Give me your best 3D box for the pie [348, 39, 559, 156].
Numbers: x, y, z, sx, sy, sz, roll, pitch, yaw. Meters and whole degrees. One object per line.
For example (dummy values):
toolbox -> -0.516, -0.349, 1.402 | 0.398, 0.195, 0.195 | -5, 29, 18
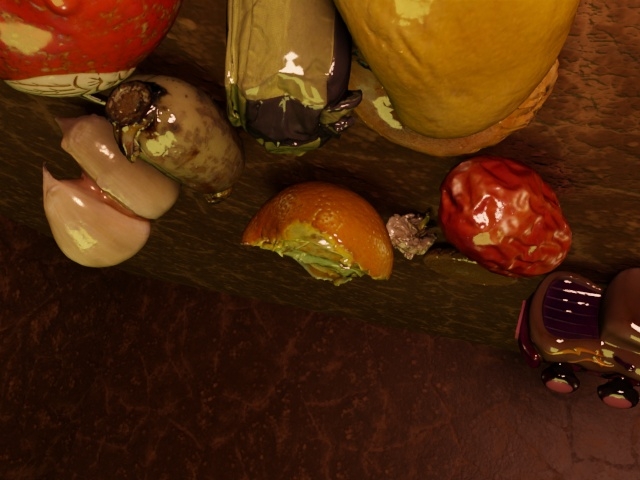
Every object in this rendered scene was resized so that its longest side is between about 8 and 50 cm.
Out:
pie -> 0.134, -0.186, 0.757 | 0.273, 0.069, 0.273 | 13, 156, 6

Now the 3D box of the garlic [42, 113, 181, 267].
garlic -> -0.422, -0.100, 1.314 | 0.286, 0.249, 0.313 | -29, 167, -5

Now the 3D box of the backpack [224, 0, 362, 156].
backpack -> -0.027, -0.191, 0.664 | 0.139, 0.207, 0.253 | 3, 173, -3

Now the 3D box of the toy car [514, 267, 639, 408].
toy car -> 0.584, 0.170, 1.329 | 0.340, 0.271, 0.240 | 10, 147, 21

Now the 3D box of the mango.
mango -> 0.118, -0.203, 0.527 | 0.195, 0.142, 0.331 | -12, 152, 20

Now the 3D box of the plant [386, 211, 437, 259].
plant -> 0.198, -0.028, 1.326 | 0.116, 0.104, 0.122 | -20, 159, -46

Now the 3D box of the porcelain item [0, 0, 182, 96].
porcelain item -> -0.240, -0.239, 0.559 | 0.252, 0.253, 0.253 | 14, 166, 4

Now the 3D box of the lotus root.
lotus root -> -0.220, -0.160, 1.052 | 0.173, 0.173, 0.309 | 9, 164, 21

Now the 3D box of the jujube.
jujube -> 0.282, -0.034, 0.983 | 0.250, 0.174, 0.174 | 23, 164, -38

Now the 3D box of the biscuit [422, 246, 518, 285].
biscuit -> 0.352, 0.060, 1.513 | 0.225, 0.042, 0.226 | 13, 167, 3

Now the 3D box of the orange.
orange -> 0.005, -0.008, 1.311 | 0.262, 0.196, 0.334 | 37, 154, -21

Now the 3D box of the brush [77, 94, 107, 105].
brush -> -0.362, -0.239, 1.162 | 0.193, 0.016, 0.063 | 18, 164, -14
